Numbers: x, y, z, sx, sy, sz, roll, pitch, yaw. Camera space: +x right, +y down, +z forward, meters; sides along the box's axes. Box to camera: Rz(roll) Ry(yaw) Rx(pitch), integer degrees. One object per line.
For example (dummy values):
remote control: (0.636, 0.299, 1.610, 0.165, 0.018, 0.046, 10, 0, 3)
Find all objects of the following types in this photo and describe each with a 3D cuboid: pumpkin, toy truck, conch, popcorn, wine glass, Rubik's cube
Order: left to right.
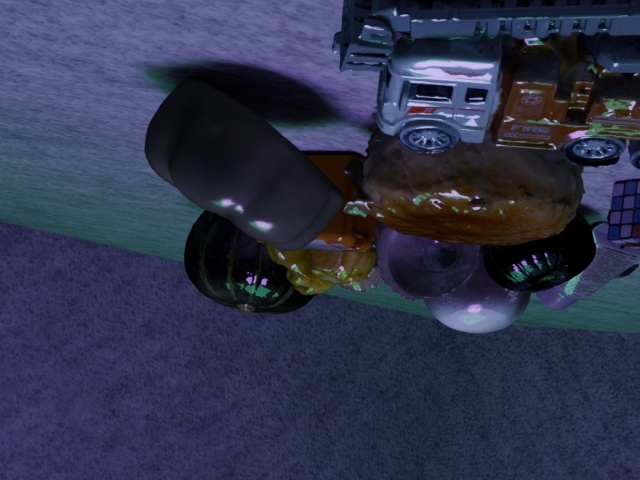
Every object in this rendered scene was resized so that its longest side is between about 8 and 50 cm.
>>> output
pumpkin: (-0.145, 0.043, 1.990, 0.323, 0.242, 0.323, 15, 173, 2)
popcorn: (0.000, 0.000, 1.704, 0.225, 0.201, 0.203, 4, 164, 4)
conch: (0.084, 0.014, 1.896, 0.178, 0.163, 0.245, -4, -166, -18)
wine glass: (0.286, 0.063, 1.768, 0.237, 0.238, 0.323, 3, 161, 34)
pumpkin: (0.385, 0.012, 1.562, 0.201, 0.140, 0.202, -11, 157, -5)
toy truck: (0.179, -0.159, 0.719, 0.338, 0.133, 0.184, 5, 161, 5)
Rubik's cube: (0.496, -0.037, 1.309, 0.092, 0.092, 0.092, 15, 169, -31)

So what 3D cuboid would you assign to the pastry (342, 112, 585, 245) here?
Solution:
pastry: (0.208, -0.074, 1.214, 0.329, 0.137, 0.330, 9, 170, 2)

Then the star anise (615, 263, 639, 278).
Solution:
star anise: (0.578, 0.047, 1.890, 0.204, 0.061, 0.180, 15, 170, -37)

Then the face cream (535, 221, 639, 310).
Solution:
face cream: (0.533, 0.046, 1.740, 0.154, 0.096, 0.274, 15, 147, -17)

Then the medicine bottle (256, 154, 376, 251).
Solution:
medicine bottle: (-0.022, -0.064, 1.469, 0.222, 0.150, 0.112, 4, 171, 31)

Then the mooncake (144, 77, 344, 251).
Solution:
mooncake: (-0.105, -0.091, 1.170, 0.275, 0.135, 0.275, 35, 179, 1)

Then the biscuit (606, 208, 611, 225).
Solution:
biscuit: (0.553, -0.019, 1.497, 0.219, 0.055, 0.061, 18, 173, -42)
